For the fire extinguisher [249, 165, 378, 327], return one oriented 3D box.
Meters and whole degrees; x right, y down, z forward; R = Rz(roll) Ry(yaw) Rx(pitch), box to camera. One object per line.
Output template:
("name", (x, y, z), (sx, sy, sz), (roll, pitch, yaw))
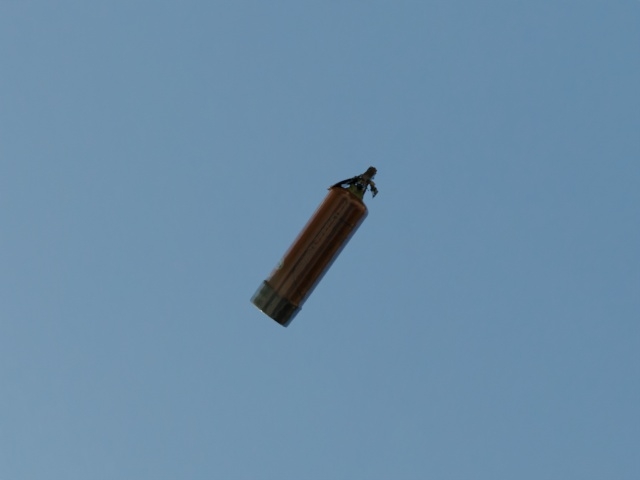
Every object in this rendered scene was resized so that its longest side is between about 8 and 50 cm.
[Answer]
("fire extinguisher", (0.000, 0.000, 0.869), (0.022, 0.028, 0.083), (35, -88, 0))
